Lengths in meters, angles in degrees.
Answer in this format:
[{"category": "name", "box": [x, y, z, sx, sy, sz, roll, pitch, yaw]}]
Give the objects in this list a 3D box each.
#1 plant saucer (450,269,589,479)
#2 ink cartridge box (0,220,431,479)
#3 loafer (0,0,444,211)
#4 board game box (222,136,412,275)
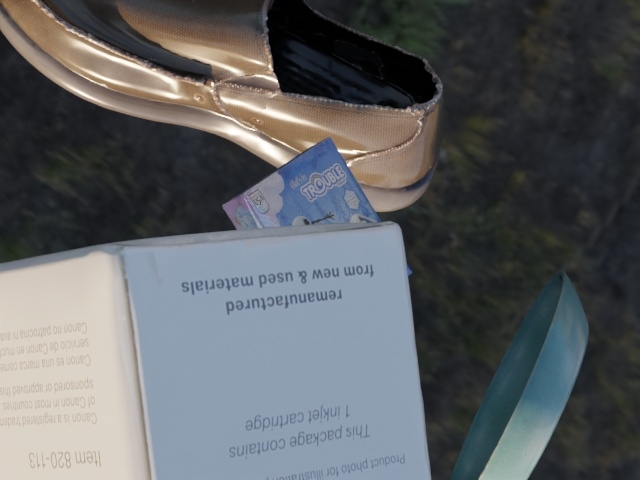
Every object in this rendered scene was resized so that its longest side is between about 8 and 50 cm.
[{"category": "plant saucer", "box": [0.086, 0.071, 0.742, 0.119, 0.021, 0.119, 26, 90, -89]}, {"category": "ink cartridge box", "box": [-0.062, 0.146, 0.590, 0.117, 0.207, 0.283, -5, 87, -40]}, {"category": "loafer", "box": [-0.064, -0.154, 1.274, 0.366, 0.134, 0.130, 22, 142, -8]}, {"category": "board game box", "box": [0.000, 0.000, 0.929, 0.090, 0.020, 0.090, 58, 39, -4]}]
